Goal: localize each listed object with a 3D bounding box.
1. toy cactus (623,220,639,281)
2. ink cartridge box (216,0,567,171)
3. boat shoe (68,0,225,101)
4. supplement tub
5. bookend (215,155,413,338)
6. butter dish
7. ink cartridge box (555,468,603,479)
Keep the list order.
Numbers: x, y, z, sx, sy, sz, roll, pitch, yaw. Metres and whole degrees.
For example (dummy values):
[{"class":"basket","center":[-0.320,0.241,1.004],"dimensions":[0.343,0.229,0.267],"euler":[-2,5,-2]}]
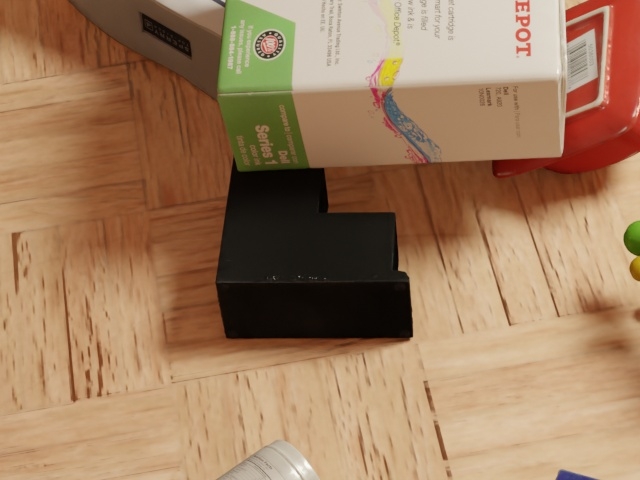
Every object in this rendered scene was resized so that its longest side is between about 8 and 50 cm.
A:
[{"class":"toy cactus","center":[0.323,0.043,1.409],"dimensions":[0.112,0.180,0.219],"euler":[-5,49,-27]},{"class":"ink cartridge box","center":[0.064,-0.172,1.541],"dimensions":[0.278,0.117,0.201],"euler":[-2,55,7]},{"class":"boat shoe","center":[-0.123,-0.261,1.754],"dimensions":[0.367,0.136,0.156],"euler":[34,59,27]},{"class":"supplement tub","center":[-0.055,0.203,1.360],"dimensions":[0.107,0.071,0.071],"euler":[-32,52,-23]},{"class":"bookend","center":[0.000,0.000,1.540],"dimensions":[0.156,0.072,0.157],"euler":[-1,48,6]},{"class":"butter dish","center":[0.242,-0.119,1.605],"dimensions":[0.160,0.118,0.160],"euler":[-21,49,41]},{"class":"ink cartridge box","center":[0.186,0.294,1.242],"dimensions":[0.165,0.065,0.332],"euler":[13,53,18]}]
